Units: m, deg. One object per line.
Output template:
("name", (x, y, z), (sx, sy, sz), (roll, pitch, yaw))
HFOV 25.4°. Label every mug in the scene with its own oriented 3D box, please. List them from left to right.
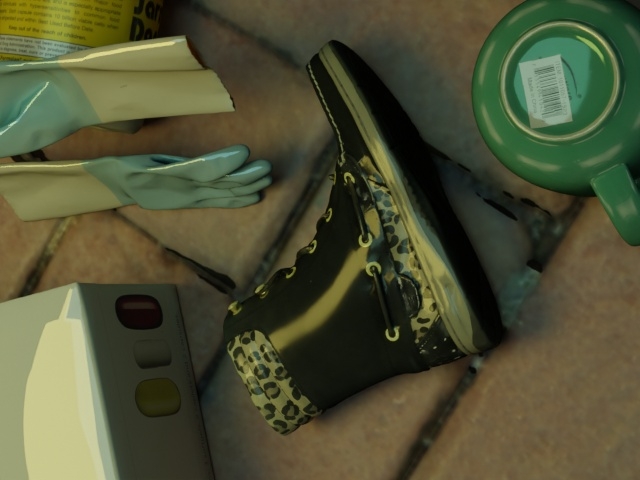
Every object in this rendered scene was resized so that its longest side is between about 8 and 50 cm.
("mug", (0.172, -0.087, 0.896), (0.158, 0.097, 0.129), (34, 100, 20))

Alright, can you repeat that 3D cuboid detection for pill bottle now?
("pill bottle", (-0.170, -0.188, 1.025), (0.117, 0.117, 0.208), (10, 91, 22))

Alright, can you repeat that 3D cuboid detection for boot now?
("boot", (0.000, 0.001, 0.969), (0.178, 0.085, 0.236), (-30, 78, 20))

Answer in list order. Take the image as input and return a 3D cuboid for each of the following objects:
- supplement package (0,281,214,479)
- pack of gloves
("supplement package", (-0.195, 0.177, 1.006), (0.204, 0.145, 0.262), (-15, 83, 21))
("pack of gloves", (-0.158, -0.055, 0.976), (0.232, 0.195, 0.046), (-4, 59, 21))
